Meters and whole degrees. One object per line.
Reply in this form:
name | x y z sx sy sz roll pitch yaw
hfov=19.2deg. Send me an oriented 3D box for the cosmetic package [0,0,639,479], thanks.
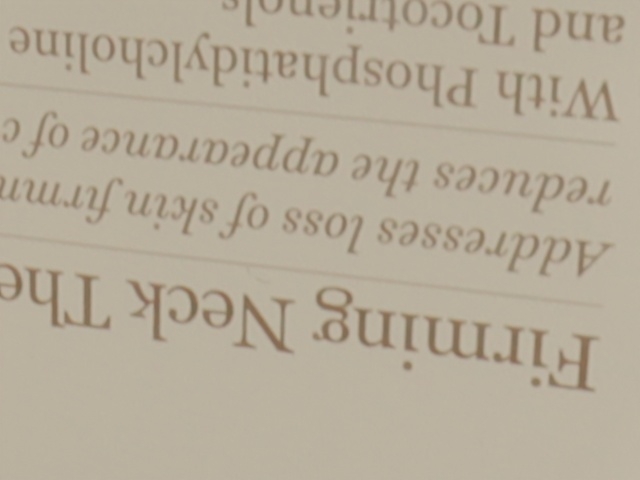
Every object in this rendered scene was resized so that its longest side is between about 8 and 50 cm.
cosmetic package | 0.000 0.000 0.743 0.327 0.329 0.394 -45 139 -67
